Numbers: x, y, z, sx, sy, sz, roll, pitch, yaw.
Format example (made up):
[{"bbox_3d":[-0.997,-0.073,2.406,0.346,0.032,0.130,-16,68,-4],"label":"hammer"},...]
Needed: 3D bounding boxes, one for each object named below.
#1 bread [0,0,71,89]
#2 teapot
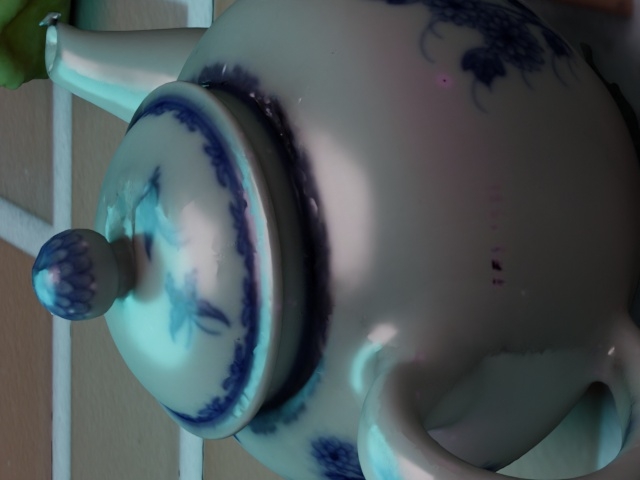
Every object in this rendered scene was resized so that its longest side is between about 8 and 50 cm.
[{"bbox_3d":[-0.279,-0.250,1.404,0.238,0.196,0.252,33,126,54],"label":"bread"},{"bbox_3d":[0.000,0.000,0.892,0.424,0.280,0.252,48,135,43],"label":"teapot"}]
